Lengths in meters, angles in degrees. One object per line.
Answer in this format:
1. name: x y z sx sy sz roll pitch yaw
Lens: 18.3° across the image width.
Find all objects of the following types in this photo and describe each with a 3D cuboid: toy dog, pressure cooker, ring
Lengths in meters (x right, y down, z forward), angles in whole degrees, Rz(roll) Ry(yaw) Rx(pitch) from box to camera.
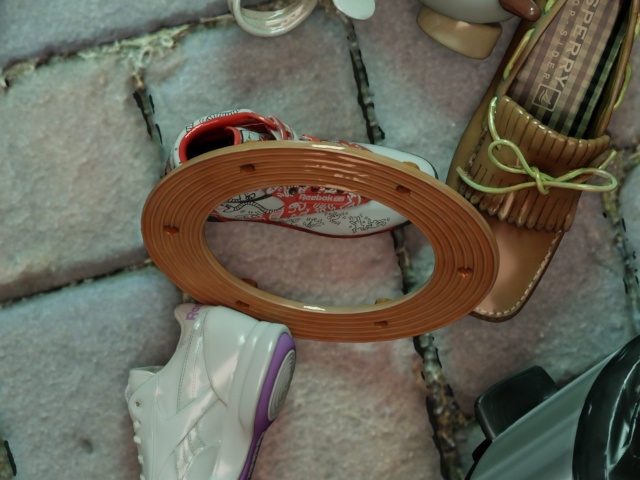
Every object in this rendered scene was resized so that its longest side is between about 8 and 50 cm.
1. toy dog: 0.083 -0.269 1.845 0.334 0.161 0.220 0 114 -17
2. pressure cooker: 0.318 0.297 1.839 0.375 0.420 0.370 18 62 -15
3. ring: 0.000 0.000 1.857 0.336 0.336 0.032 13 58 -5

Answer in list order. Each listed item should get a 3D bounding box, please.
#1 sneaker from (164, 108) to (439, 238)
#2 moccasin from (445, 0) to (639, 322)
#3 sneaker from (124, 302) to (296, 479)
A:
1. sneaker: -0.014 -0.064 1.900 0.270 0.145 0.090 2 75 -3
2. moccasin: 0.221 -0.101 1.918 0.139 0.147 0.380 26 93 -6
3. sneaker: -0.134 0.206 1.963 0.152 0.114 0.305 22 94 13
